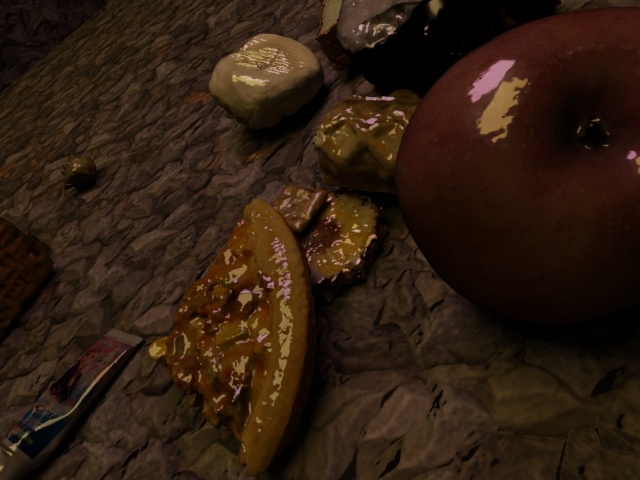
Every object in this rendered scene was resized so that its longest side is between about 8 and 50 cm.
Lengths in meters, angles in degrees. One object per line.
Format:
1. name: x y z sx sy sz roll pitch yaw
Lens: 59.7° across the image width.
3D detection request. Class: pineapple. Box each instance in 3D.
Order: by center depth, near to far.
1. pineapple: 0.000 0.000 0.792 0.221 0.047 0.221 -16 44 16

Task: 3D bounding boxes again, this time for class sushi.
1. sushi: 0.200 -0.351 0.879 0.349 0.207 0.234 -20 54 26

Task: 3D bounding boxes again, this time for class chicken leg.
1. chicken leg: -0.597 -0.165 1.355 0.093 0.070 0.178 -53 35 -11

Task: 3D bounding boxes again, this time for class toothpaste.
1. toothpaste: -0.374 0.238 0.817 0.096 0.061 0.266 7 49 40

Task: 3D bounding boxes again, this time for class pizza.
1. pizza: -0.076 0.094 0.674 0.258 0.087 0.268 27 83 43

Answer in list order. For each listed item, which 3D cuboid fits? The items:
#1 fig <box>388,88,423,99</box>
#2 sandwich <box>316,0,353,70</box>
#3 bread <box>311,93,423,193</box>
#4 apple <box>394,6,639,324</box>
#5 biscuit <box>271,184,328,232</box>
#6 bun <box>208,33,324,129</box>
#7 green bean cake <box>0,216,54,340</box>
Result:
1. fig: 0.123 -0.187 0.868 0.098 0.082 0.084 -34 67 31
2. sandwich: 0.126 -0.484 1.121 0.271 0.099 0.301 -18 36 14
3. bread: 0.126 -0.126 0.745 0.268 0.129 0.152 10 22 30
4. apple: 0.220 -0.064 0.511 0.306 0.235 0.305 -1 85 11
5. biscuit: -0.039 -0.047 0.812 0.083 0.018 0.081 15 58 39
6. bun: -0.107 -0.301 1.091 0.230 0.145 0.229 3 42 -3
7. green bean cake: -0.645 0.059 1.040 0.131 0.229 0.224 7 57 31
